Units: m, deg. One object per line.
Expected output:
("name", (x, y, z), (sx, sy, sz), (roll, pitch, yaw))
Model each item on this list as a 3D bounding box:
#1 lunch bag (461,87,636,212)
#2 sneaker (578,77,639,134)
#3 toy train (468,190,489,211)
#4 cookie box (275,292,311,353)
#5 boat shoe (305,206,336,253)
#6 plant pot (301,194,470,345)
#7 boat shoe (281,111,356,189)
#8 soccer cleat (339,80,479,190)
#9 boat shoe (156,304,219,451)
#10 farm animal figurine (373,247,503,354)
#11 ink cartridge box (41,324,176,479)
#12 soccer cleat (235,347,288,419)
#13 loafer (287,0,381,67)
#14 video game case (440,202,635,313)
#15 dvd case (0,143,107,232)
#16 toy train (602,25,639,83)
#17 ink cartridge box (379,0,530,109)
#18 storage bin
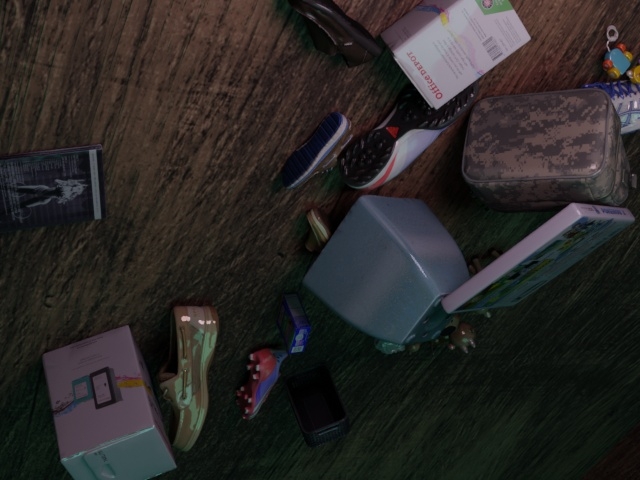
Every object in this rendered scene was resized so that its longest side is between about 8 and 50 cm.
("lunch bag", (0.459, -0.156, 1.688), (0.305, 0.213, 0.256), (-1, 155, 31))
("sneaker", (0.610, -0.286, 1.768), (0.296, 0.112, 0.131), (-32, 140, 5))
("toy train", (0.365, -0.090, 1.916), (0.017, 0.024, 0.083), (-39, 139, 15))
("cookie box", (-0.064, 0.190, 1.924), (0.040, 0.107, 0.092), (-5, 135, -22))
("boat shoe", (0.000, 0.000, 1.790), (0.072, 0.068, 0.190), (-20, 142, 11))
("plant pot", (0.165, 0.082, 1.758), (0.247, 0.252, 0.247), (1, 131, -51))
("boat shoe", (0.001, -0.161, 1.609), (0.066, 0.066, 0.183), (23, 121, -44))
("soccer cleat", (0.177, -0.214, 1.638), (0.318, 0.109, 0.116), (-41, 162, 11))
("boat shoe", (-0.310, 0.304, 1.852), (0.110, 0.121, 0.341), (5, 101, -27))
("farm animal figurine", (0.331, 0.180, 2.075), (0.326, 0.172, 0.330), (4, 132, -32))
("ink cartridge box", (-0.450, 0.367, 1.780), (0.197, 0.270, 0.198), (-19, 141, -9))
("soccer cleat", (-0.148, 0.363, 2.093), (0.095, 0.083, 0.248), (-8, 135, -28))
("loafer", (0.017, -0.349, 1.402), (0.078, 0.080, 0.220), (-43, 138, 19))
("video game case", (0.433, 0.038, 1.653), (0.329, 0.036, 0.300), (-41, 156, 30))
("dvd case", (-0.491, -0.088, 1.462), (0.221, 0.018, 0.165), (-9, 136, -19))
("toy train", (0.642, -0.385, 1.722), (0.166, 0.046, 0.125), (2, 91, -21))
("ink cartridge box", (0.237, -0.360, 1.482), (0.212, 0.093, 0.154), (-38, 127, 11))
("storage bin", (-0.009, 0.425, 2.153), (0.122, 0.180, 0.084), (-20, 140, -7))
